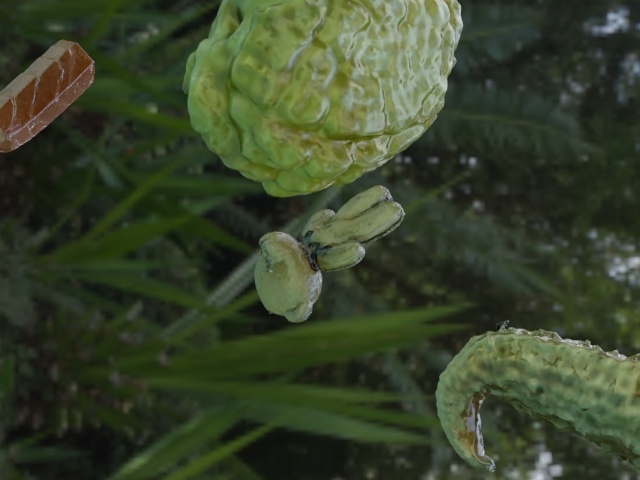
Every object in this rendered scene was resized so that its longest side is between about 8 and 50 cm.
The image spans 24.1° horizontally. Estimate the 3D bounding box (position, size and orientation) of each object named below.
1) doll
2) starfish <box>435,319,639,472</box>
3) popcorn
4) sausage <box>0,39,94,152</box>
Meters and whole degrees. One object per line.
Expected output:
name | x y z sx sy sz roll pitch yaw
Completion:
doll | 0.004 0.007 0.870 0.061 0.093 0.051 -129 -159 -59
starfish | 0.291 0.184 0.989 0.324 0.432 0.082 -23 -143 36
popcorn | 0.017 -0.168 1.303 0.174 0.225 0.286 7 -112 52
sausage | -0.324 -0.154 1.662 0.169 0.065 0.065 -48 169 -32
